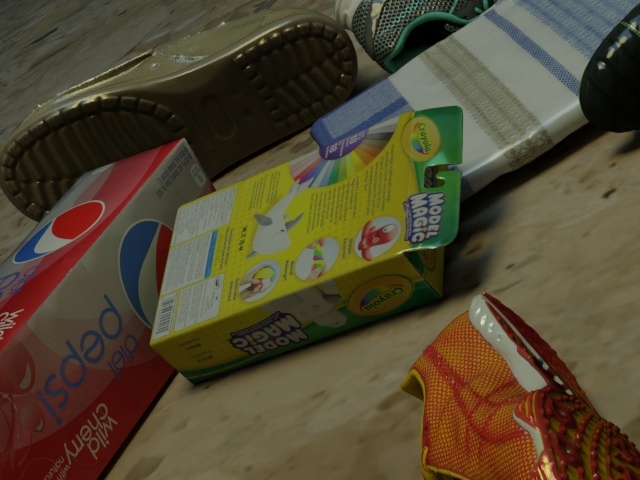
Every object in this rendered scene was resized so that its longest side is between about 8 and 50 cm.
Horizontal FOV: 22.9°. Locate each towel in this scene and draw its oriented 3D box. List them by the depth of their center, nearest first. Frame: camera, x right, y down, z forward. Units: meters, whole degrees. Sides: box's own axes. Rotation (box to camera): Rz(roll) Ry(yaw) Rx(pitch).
[{"bbox_3d":[0.133,-0.104,0.918,0.285,0.034,0.209,-33,23,2],"label":"towel"}]

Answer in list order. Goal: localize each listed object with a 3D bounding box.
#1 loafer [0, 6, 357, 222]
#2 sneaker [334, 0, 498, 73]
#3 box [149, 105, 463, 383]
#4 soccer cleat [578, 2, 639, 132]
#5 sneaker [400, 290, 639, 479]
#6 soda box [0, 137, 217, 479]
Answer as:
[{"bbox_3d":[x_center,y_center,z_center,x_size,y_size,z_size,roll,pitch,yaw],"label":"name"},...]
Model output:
[{"bbox_3d":[-0.101,-0.089,1.129,0.268,0.102,0.092,-21,20,3],"label":"loafer"},{"bbox_3d":[0.097,-0.156,1.062,0.166,0.065,0.076,-21,55,-5],"label":"sneaker"},{"bbox_3d":[0.000,0.000,0.819,0.179,0.043,0.105,-22,41,29],"label":"box"},{"bbox_3d":[0.211,-0.106,0.779,0.179,0.060,0.072,-29,23,-1],"label":"soccer cleat"},{"bbox_3d":[0.072,0.079,0.577,0.067,0.064,0.175,-50,14,8],"label":"sneaker"},{"bbox_3d":[-0.136,0.054,0.853,0.083,0.092,0.263,-16,26,33],"label":"soda box"}]
